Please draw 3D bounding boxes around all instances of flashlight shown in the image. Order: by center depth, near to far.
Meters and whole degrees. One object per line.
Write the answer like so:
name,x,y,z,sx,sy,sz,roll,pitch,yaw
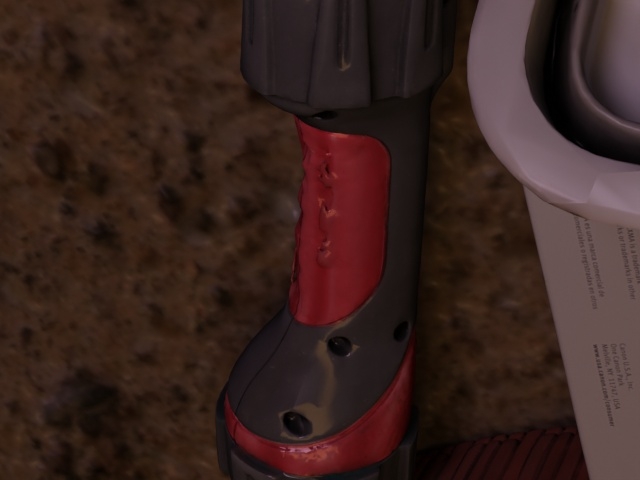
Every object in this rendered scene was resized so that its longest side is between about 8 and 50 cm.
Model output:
flashlight,0.000,0.000,0.800,0.103,0.103,0.304,9,129,11

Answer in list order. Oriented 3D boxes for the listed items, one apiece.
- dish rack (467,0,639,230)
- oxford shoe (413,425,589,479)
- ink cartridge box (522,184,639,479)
dish rack,0.216,-0.139,0.534,0.285,0.333,0.072,13,172,18
oxford shoe,0.184,0.189,0.840,0.397,0.140,0.147,5,128,31
ink cartridge box,0.229,-0.020,0.707,0.271,0.130,0.309,-6,125,16
